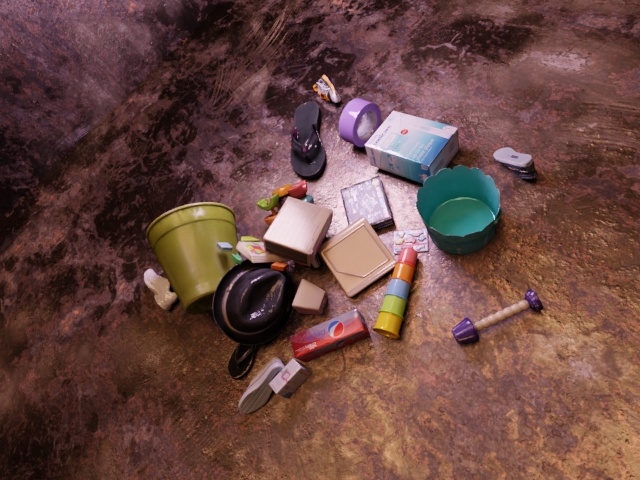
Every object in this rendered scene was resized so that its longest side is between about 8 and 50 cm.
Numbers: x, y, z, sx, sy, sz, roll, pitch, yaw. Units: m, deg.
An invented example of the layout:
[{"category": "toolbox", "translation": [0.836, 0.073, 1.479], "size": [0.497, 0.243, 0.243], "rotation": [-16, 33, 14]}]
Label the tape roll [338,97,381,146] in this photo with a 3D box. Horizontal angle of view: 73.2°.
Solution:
[{"category": "tape roll", "translation": [0.169, -0.500, 1.829], "size": [0.080, 0.189, 0.189], "rotation": [32, 80, 34]}]

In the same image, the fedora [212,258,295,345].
[{"category": "fedora", "translation": [-0.220, 0.213, 1.558], "size": [0.152, 0.334, 0.334], "rotation": [-28, 40, 64]}]

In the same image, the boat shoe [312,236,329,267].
[{"category": "boat shoe", "translation": [0.000, 0.000, 1.715], "size": [0.076, 0.080, 0.229], "rotation": [-14, 52, 19]}]

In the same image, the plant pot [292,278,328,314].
[{"category": "plant pot", "translation": [-0.032, 0.220, 1.597], "size": [0.096, 0.109, 0.109], "rotation": [16, 71, 16]}]

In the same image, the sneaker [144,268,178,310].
[{"category": "sneaker", "translation": [-0.699, 0.201, 1.924], "size": [0.115, 0.090, 0.232], "rotation": [-39, 64, -7]}]

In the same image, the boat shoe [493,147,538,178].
[{"category": "boat shoe", "translation": [0.699, -0.275, 1.552], "size": [0.065, 0.083, 0.183], "rotation": [-37, 28, 2]}]

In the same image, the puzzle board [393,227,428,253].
[{"category": "puzzle board", "translation": [0.334, 0.000, 1.598], "size": [0.128, 0.011, 0.096], "rotation": [-6, 62, 21]}]

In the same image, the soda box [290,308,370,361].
[{"category": "soda box", "translation": [0.032, 0.336, 1.507], "size": [0.263, 0.092, 0.083], "rotation": [-25, 58, 10]}]

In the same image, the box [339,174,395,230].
[{"category": "box", "translation": [0.183, -0.136, 1.714], "size": [0.175, 0.051, 0.220], "rotation": [-20, 58, 13]}]

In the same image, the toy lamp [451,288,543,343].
[{"category": "toy lamp", "translation": [0.541, 0.240, 1.338], "size": [0.274, 0.080, 0.080], "rotation": [-29, 56, 6]}]

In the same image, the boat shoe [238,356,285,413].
[{"category": "boat shoe", "translation": [-0.208, 0.516, 1.541], "size": [0.226, 0.083, 0.076], "rotation": [-46, 24, 2]}]

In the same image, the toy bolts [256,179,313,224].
[{"category": "toy bolts", "translation": [-0.120, -0.149, 1.840], "size": [0.228, 0.158, 0.218], "rotation": [-17, 17, 27]}]

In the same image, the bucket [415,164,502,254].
[{"category": "bucket", "translation": [0.478, -0.097, 1.480], "size": [0.281, 0.183, 0.281], "rotation": [-10, 61, 18]}]

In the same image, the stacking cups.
[{"category": "stacking cups", "translation": [0.276, 0.176, 1.489], "size": [0.096, 0.096, 0.316], "rotation": [12, 67, 29]}]

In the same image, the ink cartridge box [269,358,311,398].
[{"category": "ink cartridge box", "translation": [-0.104, 0.479, 1.495], "size": [0.122, 0.088, 0.052], "rotation": [-45, 52, -4]}]

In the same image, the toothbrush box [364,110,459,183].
[{"category": "toothbrush box", "translation": [0.360, -0.367, 1.696], "size": [0.295, 0.126, 0.216], "rotation": [28, 69, 34]}]

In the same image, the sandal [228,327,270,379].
[{"category": "sandal", "translation": [-0.277, 0.400, 1.635], "size": [0.097, 0.054, 0.254], "rotation": [21, 74, 31]}]

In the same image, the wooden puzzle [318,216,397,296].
[{"category": "wooden puzzle", "translation": [0.136, 0.060, 1.615], "size": [0.221, 0.044, 0.239], "rotation": [-35, 70, 4]}]

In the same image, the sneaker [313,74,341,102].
[{"category": "sneaker", "translation": [0.032, -0.713, 2.075], "size": [0.083, 0.084, 0.215], "rotation": [-33, 46, 8]}]

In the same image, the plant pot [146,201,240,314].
[{"category": "plant pot", "translation": [-0.472, 0.093, 1.737], "size": [0.366, 0.366, 0.353], "rotation": [-27, 68, 9]}]

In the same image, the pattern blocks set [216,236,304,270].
[{"category": "pattern blocks set", "translation": [-0.216, 0.043, 1.658], "size": [0.285, 0.324, 0.026], "rotation": [28, 112, 36]}]

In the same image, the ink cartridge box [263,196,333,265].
[{"category": "ink cartridge box", "translation": [-0.082, -0.039, 1.639], "size": [0.193, 0.088, 0.235], "rotation": [19, 54, 11]}]

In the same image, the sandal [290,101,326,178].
[{"category": "sandal", "translation": [-0.076, -0.477, 1.977], "size": [0.167, 0.107, 0.446], "rotation": [-15, 59, 17]}]
